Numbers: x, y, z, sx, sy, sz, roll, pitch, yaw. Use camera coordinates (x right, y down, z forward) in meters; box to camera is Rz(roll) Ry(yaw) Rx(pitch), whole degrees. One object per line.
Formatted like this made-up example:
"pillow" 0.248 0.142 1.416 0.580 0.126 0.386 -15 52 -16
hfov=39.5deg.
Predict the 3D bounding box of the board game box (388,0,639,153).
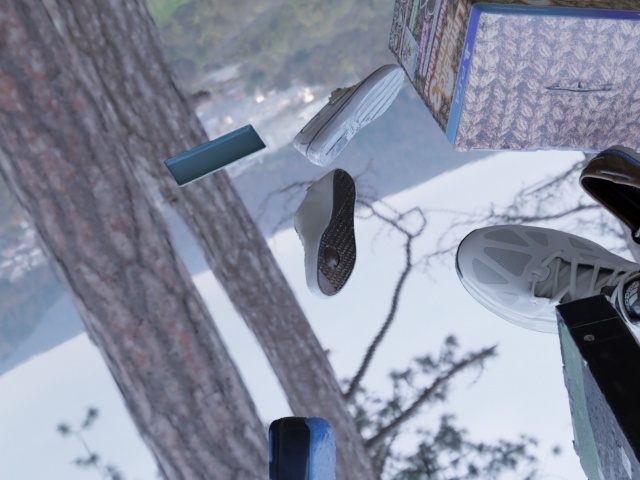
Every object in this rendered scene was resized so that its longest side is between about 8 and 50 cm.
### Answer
"board game box" 0.226 -0.221 0.974 0.232 0.141 0.291 0 -148 -11

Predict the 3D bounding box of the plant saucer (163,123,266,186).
"plant saucer" -0.202 -0.162 1.721 0.192 0.067 0.018 -27 156 -18

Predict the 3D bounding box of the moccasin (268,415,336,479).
"moccasin" -0.041 0.467 1.521 0.117 0.341 0.138 2 174 29

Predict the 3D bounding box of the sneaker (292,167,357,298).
"sneaker" 0.000 0.000 1.759 0.123 0.106 0.290 -24 -137 38

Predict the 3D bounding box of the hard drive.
"hard drive" 0.315 0.239 0.850 0.064 0.236 0.339 -15 -149 2

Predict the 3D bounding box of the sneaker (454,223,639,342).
"sneaker" 0.400 0.055 1.251 0.169 0.448 0.257 -66 162 -11

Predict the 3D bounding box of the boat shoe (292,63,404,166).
"boat shoe" 0.043 -0.225 1.488 0.226 0.076 0.083 -45 150 -17

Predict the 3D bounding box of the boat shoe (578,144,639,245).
"boat shoe" 0.319 -0.017 0.826 0.066 0.183 0.066 -30 142 -33
